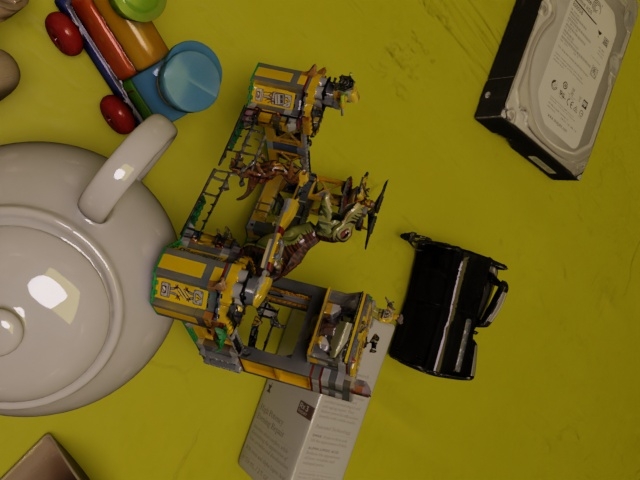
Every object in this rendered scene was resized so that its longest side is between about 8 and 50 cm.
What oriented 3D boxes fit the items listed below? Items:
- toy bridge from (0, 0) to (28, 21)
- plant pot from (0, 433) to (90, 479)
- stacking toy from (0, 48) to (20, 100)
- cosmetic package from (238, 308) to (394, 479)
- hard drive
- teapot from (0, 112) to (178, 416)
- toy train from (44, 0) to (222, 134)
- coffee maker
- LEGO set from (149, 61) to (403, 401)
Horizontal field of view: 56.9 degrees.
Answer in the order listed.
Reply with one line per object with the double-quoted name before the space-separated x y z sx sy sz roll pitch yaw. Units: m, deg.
"toy bridge" -0.267 -0.207 0.467 0.026 0.188 0.063 -30 119 10
"plant pot" -0.261 0.280 0.582 0.109 0.109 0.096 -47 132 -20
"stacking toy" -0.376 -0.230 0.421 0.141 0.141 0.330 -39 111 -24
"cosmetic package" -0.007 0.190 0.726 0.085 0.117 0.231 22 83 -35
"hard drive" 0.395 -0.297 0.961 0.236 0.064 0.339 27 81 -34
"teapot" -0.229 0.037 0.477 0.252 0.187 0.256 -7 102 -11
"toy train" -0.187 -0.218 0.533 0.105 0.143 0.248 -40 116 -23
"coffee maker" 0.163 0.096 0.842 0.171 0.120 0.178 17 85 -11
"LEGO set" 0.000 0.000 0.579 0.255 0.192 0.331 91 15 -51
